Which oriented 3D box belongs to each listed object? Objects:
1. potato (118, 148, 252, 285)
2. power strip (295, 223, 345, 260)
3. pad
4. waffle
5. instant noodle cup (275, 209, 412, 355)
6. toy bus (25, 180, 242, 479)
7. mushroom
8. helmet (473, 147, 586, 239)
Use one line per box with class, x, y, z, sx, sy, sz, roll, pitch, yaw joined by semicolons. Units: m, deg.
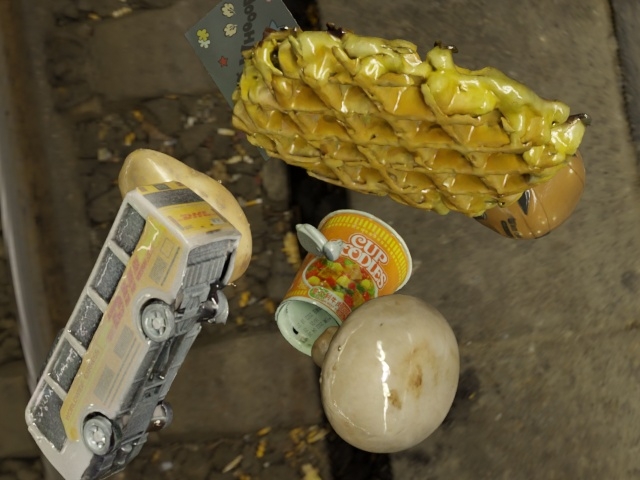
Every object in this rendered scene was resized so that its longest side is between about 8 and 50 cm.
potato;-0.202;-0.032;1.819;0.234;0.128;0.161;31;120;-6
power strip;0.000;0.000;1.747;0.035;0.055;0.083;-39;46;-24
pad;-0.089;-0.267;1.873;0.170;0.006;0.246;-36;80;22
waffle;0.082;-0.128;1.370;0.379;0.382;0.095;19;74;-10
instant noodle cup;0.024;0.073;1.811;0.168;0.185;0.168;19;135;19
toy bus;-0.202;0.105;1.292;0.138;0.097;0.343;41;119;20
mushroom;0.068;0.163;1.593;0.215;0.207;0.207;19;101;49
helmet;0.325;-0.085;1.852;0.130;0.224;0.198;35;78;23
